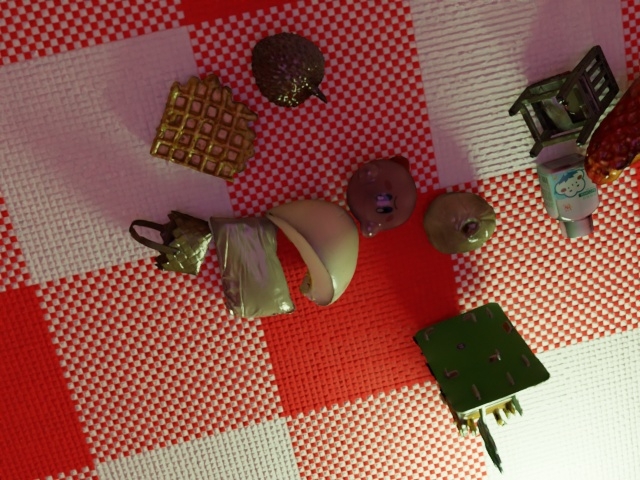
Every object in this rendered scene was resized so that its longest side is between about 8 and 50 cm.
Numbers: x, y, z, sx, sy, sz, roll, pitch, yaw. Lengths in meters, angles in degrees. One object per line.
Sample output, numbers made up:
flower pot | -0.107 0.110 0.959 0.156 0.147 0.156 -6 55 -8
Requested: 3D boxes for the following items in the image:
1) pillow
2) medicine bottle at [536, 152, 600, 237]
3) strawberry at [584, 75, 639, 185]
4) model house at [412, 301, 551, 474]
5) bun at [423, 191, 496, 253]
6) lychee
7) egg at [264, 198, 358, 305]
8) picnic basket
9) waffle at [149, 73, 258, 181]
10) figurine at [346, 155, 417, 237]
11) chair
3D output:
pillow | -0.159 0.060 1.853 0.173 0.067 0.270 -10 107 -9
medicine bottle | 0.611 -0.106 1.893 0.119 0.094 0.188 -18 107 -3
strawberry | 0.728 -0.275 1.788 0.336 0.265 0.149 -39 79 -8
model house | 0.417 0.383 1.881 0.243 0.357 0.312 -24 118 -2
bun | 0.341 -0.039 1.866 0.173 0.113 0.166 -30 108 4
lychee | -0.062 -0.366 1.691 0.197 0.165 0.165 38 98 7
egg | 0.012 0.006 1.802 0.162 0.206 0.271 -38 113 -23
picnic basket | -0.351 0.000 1.777 0.179 0.128 0.137 15 107 -27
waffle | -0.247 -0.262 1.754 0.229 0.057 0.219 17 103 -13
figurine | 0.140 -0.105 1.792 0.173 0.173 0.173 -2 106 -7
chair | 0.572 -0.326 1.821 0.136 0.147 0.270 57 49 -20
